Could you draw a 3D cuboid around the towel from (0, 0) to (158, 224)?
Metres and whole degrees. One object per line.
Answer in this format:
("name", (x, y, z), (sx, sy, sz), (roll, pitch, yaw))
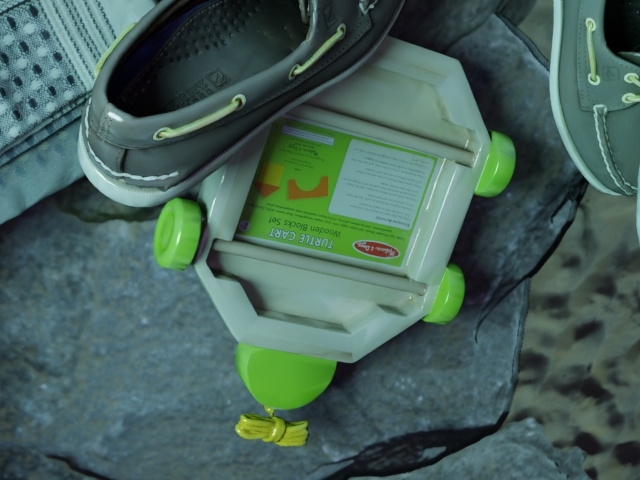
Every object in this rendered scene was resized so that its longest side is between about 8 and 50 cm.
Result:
("towel", (-0.245, -0.151, 0.682), (0.312, 0.056, 0.324), (-42, 126, -35))

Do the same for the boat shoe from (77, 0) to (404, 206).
("boat shoe", (-0.034, -0.154, 0.767), (0.116, 0.097, 0.324), (44, 66, 7))

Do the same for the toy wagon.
("toy wagon", (0.000, 0.000, 0.908), (0.267, 0.068, 0.345), (13, 104, -26))

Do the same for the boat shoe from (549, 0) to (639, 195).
("boat shoe", (0.258, -0.168, 0.942), (0.109, 0.091, 0.305), (-20, 115, -15))

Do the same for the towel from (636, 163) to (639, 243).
("towel", (0.353, -0.163, 0.913), (0.320, 0.090, 0.375), (-20, 117, -49))
